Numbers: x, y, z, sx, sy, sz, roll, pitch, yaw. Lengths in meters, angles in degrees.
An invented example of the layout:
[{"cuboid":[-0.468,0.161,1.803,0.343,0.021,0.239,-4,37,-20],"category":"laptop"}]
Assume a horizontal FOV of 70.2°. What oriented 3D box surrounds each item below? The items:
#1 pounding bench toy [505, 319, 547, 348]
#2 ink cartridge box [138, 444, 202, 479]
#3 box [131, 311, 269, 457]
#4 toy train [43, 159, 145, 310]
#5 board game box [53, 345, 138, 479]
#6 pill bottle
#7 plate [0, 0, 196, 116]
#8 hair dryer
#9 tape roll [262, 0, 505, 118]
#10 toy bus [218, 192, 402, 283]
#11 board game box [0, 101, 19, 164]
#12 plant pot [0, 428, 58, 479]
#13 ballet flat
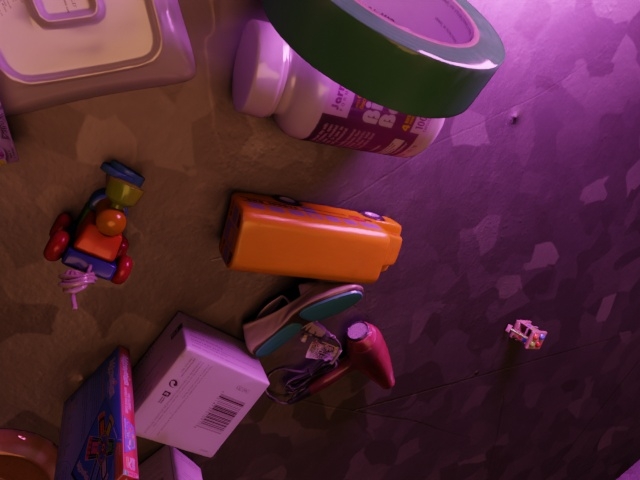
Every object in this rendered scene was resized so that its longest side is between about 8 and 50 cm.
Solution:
[{"cuboid":[0.529,0.245,1.178,0.083,0.065,0.052,8,108,-27],"category":"pounding bench toy"},{"cuboid":[-0.306,0.551,0.806,0.207,0.283,0.117,-36,121,-6],"category":"ink cartridge box"},{"cuboid":[-0.223,0.258,0.813,0.182,0.119,0.181,35,95,-31],"category":"box"},{"cuboid":[-0.279,-0.019,0.597,0.105,0.248,0.143,27,94,-31],"category":"toy train"},{"cuboid":[-0.337,0.292,0.681,0.145,0.281,0.027,-47,122,1],"category":"board game box"},{"cuboid":[0.029,-0.228,0.688,0.302,0.169,0.169,4,110,-26],"category":"pill bottle"},{"cuboid":[-0.315,-0.307,0.553,0.278,0.045,0.277,-18,126,-17],"category":"plate"},{"cuboid":[0.043,0.263,0.979,0.294,0.080,0.223,18,116,-22],"category":"hair dryer"},{"cuboid":[0.086,-0.295,0.603,0.322,0.321,0.077,4,141,-25],"category":"tape roll"},{"cuboid":[0.000,0.000,0.796,0.333,0.130,0.108,8,108,-27],"category":"toy bus"},{"cuboid":[-0.455,-0.215,0.434,0.208,0.056,0.346,-25,134,-36],"category":"board game box"},{"cuboid":[-0.570,0.431,0.784,0.237,0.032,0.236,-9,114,-20],"category":"plant pot"},{"cuboid":[-0.041,0.124,0.837,0.249,0.086,0.086,-32,123,12],"category":"ballet flat"}]
